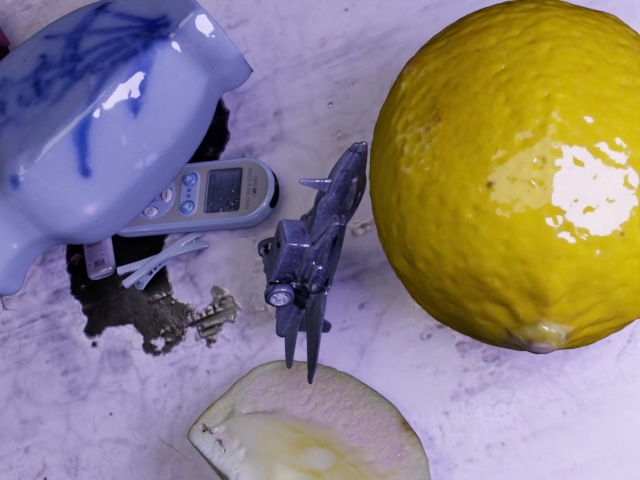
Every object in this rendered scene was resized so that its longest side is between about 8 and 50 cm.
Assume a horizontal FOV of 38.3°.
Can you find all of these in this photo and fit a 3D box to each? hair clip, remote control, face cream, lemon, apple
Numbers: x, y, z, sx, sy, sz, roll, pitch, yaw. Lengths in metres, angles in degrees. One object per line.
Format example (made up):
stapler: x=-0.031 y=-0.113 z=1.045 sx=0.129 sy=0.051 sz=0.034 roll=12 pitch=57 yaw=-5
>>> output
hair clip: x=-0.193 y=0.025 z=1.143 sx=0.115 sy=0.039 sz=0.030 roll=-28 pitch=71 yaw=-1
remote control: x=-0.164 y=-0.051 z=1.139 sx=0.244 sy=0.047 sz=0.087 roll=-4 pitch=67 yaw=20
face cream: x=-0.285 y=0.007 z=1.181 sx=0.040 sy=0.021 sz=0.083 roll=-18 pitch=71 yaw=14
lemon: x=0.198 y=-0.061 z=0.878 sx=0.336 sy=0.336 sz=0.335 roll=-5 pitch=74 yaw=18
apple: x=0.005 y=0.241 z=0.961 sx=0.193 sy=0.120 sz=0.265 roll=-35 pitch=53 yaw=-28

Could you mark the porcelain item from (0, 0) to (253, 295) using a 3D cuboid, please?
porcelain item: x=-0.284 y=-0.131 z=1.095 sx=0.405 sy=0.178 sz=0.242 roll=-41 pitch=54 yaw=-1

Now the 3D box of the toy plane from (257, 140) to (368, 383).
toy plane: x=-0.011 y=0.000 z=0.958 sx=0.088 sy=0.267 sz=0.212 roll=1 pitch=46 yaw=-14

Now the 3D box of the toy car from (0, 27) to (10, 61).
toy car: x=-0.611 y=-0.218 z=1.239 sx=0.341 sy=0.240 sz=0.271 roll=-39 pitch=68 yaw=10
